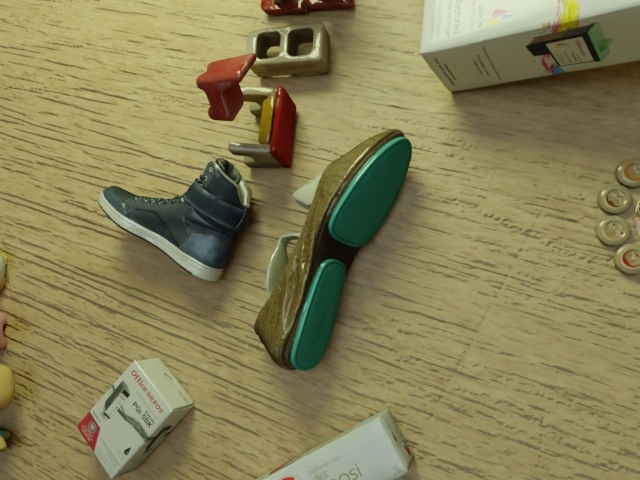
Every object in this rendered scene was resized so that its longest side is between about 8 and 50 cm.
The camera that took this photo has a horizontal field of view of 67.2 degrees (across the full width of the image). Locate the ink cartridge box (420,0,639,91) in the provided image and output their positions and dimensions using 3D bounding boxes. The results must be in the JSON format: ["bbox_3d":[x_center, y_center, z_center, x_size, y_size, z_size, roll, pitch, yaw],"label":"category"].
[{"bbox_3d":[0.273,-0.310,0.561,0.278,0.117,0.201,1,80,34],"label":"ink cartridge box"}]

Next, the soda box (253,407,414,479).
[{"bbox_3d":[0.003,0.292,0.595,0.216,0.074,0.069,-32,73,9],"label":"soda box"}]

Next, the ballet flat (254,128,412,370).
[{"bbox_3d":[0.000,0.000,0.644,0.124,0.116,0.342,24,92,38],"label":"ballet flat"}]

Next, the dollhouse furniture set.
[{"bbox_3d":[-0.052,-0.306,0.651,0.152,0.201,0.374,1,80,17],"label":"dollhouse furniture set"}]

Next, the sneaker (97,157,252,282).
[{"bbox_3d":[-0.206,-0.065,0.708,0.226,0.086,0.163,31,101,10],"label":"sneaker"}]

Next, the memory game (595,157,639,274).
[{"bbox_3d":[0.421,-0.026,0.558,0.186,0.012,0.186,-3,80,16],"label":"memory game"}]

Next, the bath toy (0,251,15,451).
[{"bbox_3d":[-0.563,0.163,0.763,0.151,0.129,0.348,-15,76,14],"label":"bath toy"}]

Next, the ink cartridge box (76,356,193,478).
[{"bbox_3d":[-0.266,0.251,0.693,0.099,0.056,0.135,43,95,20],"label":"ink cartridge box"}]
